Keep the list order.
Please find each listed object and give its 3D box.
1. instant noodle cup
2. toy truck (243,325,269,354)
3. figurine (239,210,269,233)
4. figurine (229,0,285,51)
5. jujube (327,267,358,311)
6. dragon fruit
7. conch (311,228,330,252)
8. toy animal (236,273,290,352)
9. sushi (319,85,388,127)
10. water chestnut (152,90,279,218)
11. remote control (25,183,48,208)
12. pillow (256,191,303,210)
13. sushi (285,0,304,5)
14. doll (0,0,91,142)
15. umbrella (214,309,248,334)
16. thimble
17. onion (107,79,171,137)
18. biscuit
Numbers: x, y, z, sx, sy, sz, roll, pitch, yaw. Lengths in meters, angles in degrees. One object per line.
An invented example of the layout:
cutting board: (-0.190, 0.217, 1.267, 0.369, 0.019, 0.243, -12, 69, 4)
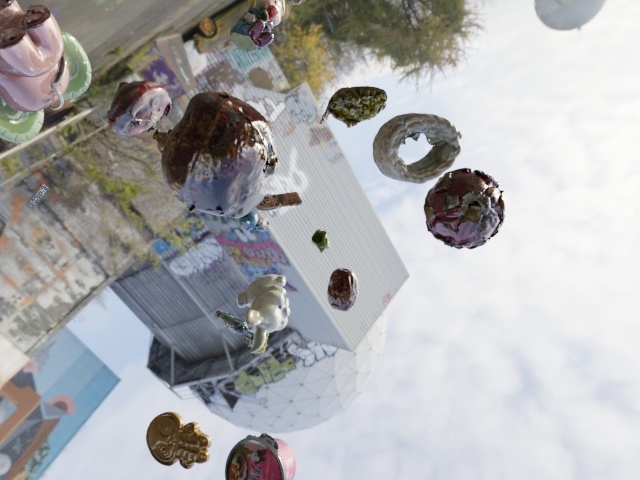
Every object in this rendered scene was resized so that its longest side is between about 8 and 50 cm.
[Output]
instant noodle cup: (-0.203, 0.858, 1.616, 0.258, 0.181, 0.303, 37, -84, 26)
toy truck: (-0.329, 0.501, 2.281, 0.114, 0.227, 0.098, 29, -139, 17)
figurine: (-0.347, -0.085, 2.157, 0.144, 0.178, 0.115, -13, -115, 39)
figurine: (-0.165, -0.682, 1.281, 0.234, 0.127, 0.185, -50, -147, -9)
jujube: (0.128, 0.282, 2.450, 0.183, 0.244, 0.183, 7, -174, -1)
dragon fruit: (0.551, -0.119, 1.655, 0.328, 0.329, 0.329, -26, -156, 13)
conch: (0.000, 0.000, 1.930, 0.074, 0.089, 0.121, -31, -128, 49)
toy animal: (-0.258, 0.310, 1.886, 0.240, 0.196, 0.368, -11, -154, 0)
sushi: (0.131, -0.543, 1.726, 0.296, 0.167, 0.179, 12, -129, 26)
water chestnut: (-0.290, -0.236, 1.128, 0.336, 0.346, 0.335, -60, 172, -14)
remote control: (-0.987, -0.153, 1.494, 0.016, 0.034, 0.091, 21, -105, 31)
pillow: (-0.202, -0.184, 2.002, 0.232, 0.043, 0.126, -10, -144, -19)
sushi: (-0.108, -0.860, 1.481, 0.225, 0.097, 0.103, 30, -119, 28)
doll: (-0.622, -0.363, 0.924, 0.216, 0.268, 0.284, 26, -114, 14)
umbrella: (-0.327, 0.290, 1.558, 0.053, 0.053, 0.250, -9, -172, -30)
thimble: (0.272, -0.262, 1.227, 0.228, 0.196, 0.148, 1, -164, -12)
onion: (-0.729, -0.532, 1.675, 0.272, 0.195, 0.272, -43, -178, 2)
biscuit: (-0.551, 0.774, 1.650, 0.288, 0.202, 0.044, 10, 178, 22)
